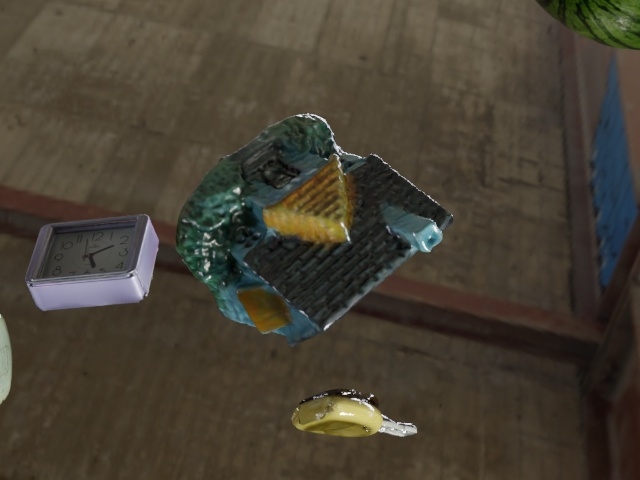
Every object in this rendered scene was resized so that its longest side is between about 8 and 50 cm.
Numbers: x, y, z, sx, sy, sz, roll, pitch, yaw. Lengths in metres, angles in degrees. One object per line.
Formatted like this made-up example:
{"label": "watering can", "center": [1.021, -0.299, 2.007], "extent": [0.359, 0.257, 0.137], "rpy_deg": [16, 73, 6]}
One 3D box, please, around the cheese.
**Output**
{"label": "cheese", "center": [0.048, 0.208, 1.359], "extent": [0.162, 0.086, 0.036], "rpy_deg": [18, -124, -41]}

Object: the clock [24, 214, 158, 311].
{"label": "clock", "center": [-0.371, 0.034, 1.927], "extent": [0.193, 0.073, 0.145], "rpy_deg": [-6, -137, 9]}

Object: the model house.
{"label": "model house", "center": [0.000, 0.000, 1.448], "extent": [0.261, 0.226, 0.241], "rpy_deg": [-41, -146, -20]}

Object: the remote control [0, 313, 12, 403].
{"label": "remote control", "center": [-0.324, 0.144, 0.943], "extent": [0.038, 0.098, 0.233], "rpy_deg": [10, -152, 15]}

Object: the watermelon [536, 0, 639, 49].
{"label": "watermelon", "center": [0.338, -0.327, 1.259], "extent": [0.330, 0.331, 0.189], "rpy_deg": [23, -118, 13]}
